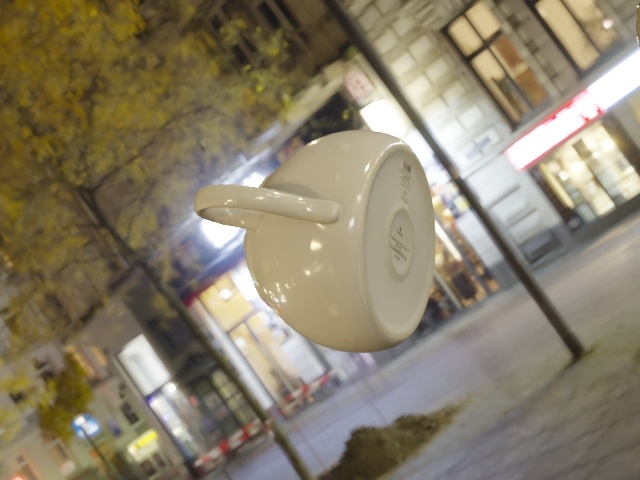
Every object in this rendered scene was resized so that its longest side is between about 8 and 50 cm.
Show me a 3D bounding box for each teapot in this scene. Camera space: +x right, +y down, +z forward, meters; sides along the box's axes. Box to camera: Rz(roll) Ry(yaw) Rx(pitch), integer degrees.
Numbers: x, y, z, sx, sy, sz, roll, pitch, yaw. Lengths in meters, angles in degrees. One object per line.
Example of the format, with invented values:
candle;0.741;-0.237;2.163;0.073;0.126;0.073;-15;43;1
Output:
teapot;0.000;0.000;1.182;0.187;0.256;0.252;1;31;25

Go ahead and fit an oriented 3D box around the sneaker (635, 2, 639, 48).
sneaker;0.327;-0.226;0.929;0.132;0.086;0.228;3;-76;-56
